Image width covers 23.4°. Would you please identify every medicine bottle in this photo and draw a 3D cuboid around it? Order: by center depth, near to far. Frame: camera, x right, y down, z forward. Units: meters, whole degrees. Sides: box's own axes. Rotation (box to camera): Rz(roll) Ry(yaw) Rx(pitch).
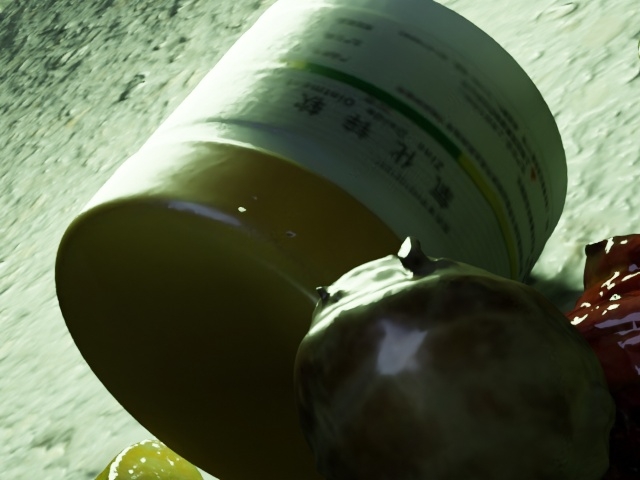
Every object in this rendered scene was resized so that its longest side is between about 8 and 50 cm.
[{"bbox_3d":[0.000,0.000,0.924,0.238,0.238,0.232,-9,35,44],"label":"medicine bottle"}]

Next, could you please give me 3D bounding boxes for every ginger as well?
[{"bbox_3d":[0.017,0.204,0.589,0.375,0.256,0.176,-52,-3,-2],"label":"ginger"}]

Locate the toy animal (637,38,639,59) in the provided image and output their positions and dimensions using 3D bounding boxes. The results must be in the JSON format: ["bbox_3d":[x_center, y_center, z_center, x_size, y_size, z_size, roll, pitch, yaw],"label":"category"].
[{"bbox_3d":[0.320,-0.165,0.914,0.281,0.169,0.195,-31,-18,20],"label":"toy animal"}]

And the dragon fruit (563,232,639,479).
[{"bbox_3d":[0.173,0.048,0.728,0.317,0.152,0.205,-19,28,33],"label":"dragon fruit"}]

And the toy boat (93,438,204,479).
[{"bbox_3d":[-0.106,0.192,0.917,0.229,0.089,0.088,-115,44,-66],"label":"toy boat"}]
